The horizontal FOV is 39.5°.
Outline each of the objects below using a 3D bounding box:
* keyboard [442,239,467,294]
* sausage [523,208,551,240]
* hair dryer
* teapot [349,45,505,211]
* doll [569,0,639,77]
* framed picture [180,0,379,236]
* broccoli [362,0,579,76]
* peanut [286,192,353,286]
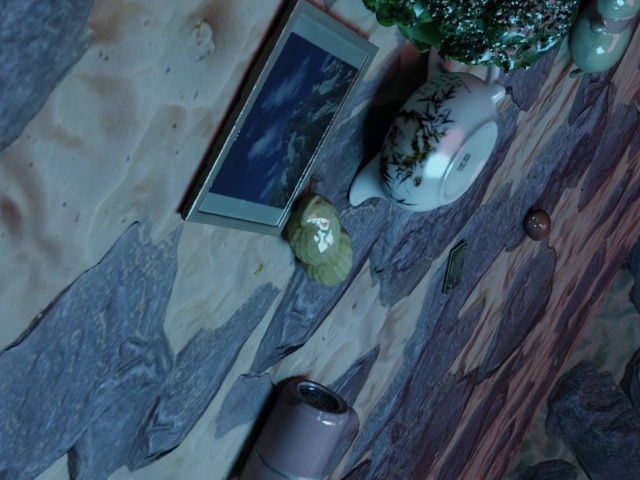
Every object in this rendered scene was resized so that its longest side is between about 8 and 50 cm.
[{"bbox_3d":[0.273,0.056,1.807,0.049,0.015,0.129,-38,148,-33],"label":"keyboard"},{"bbox_3d":[0.495,-0.034,2.033,0.054,0.059,0.094,-34,154,-2],"label":"sausage"},{"bbox_3d":[-0.002,0.334,1.573,0.210,0.125,0.352,-65,162,14],"label":"hair dryer"},{"bbox_3d":[0.166,-0.160,1.262,0.208,0.166,0.300,14,100,-54],"label":"teapot"},{"bbox_3d":[0.519,-0.392,1.616,0.155,0.113,0.275,-48,151,-24],"label":"doll"},{"bbox_3d":[-0.044,-0.136,1.061,0.209,0.019,0.281,7,114,-61],"label":"framed picture"},{"bbox_3d":[0.177,-0.312,1.037,0.294,0.245,0.265,15,72,-40],"label":"broccoli"},{"bbox_3d":[0.000,0.000,1.222,0.082,0.082,0.187,-51,152,-12],"label":"peanut"}]
